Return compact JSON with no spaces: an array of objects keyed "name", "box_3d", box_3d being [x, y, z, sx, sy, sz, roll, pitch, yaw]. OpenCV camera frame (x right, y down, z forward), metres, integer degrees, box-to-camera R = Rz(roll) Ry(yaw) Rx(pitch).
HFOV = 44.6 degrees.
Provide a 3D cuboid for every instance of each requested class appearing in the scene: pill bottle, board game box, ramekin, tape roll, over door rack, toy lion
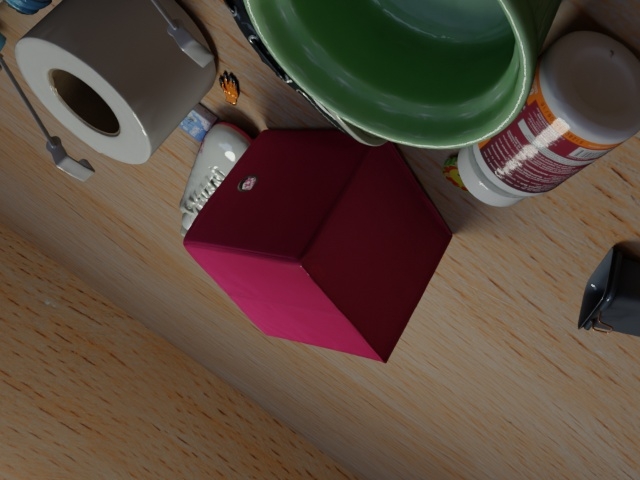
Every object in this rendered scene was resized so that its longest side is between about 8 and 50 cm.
[{"name":"pill bottle","box_3d":[0.241,-0.120,0.848,0.121,0.121,0.221,34,156,-4]},{"name":"board game box","box_3d":[-0.230,-0.218,1.356,0.090,0.020,0.090,35,156,-10]},{"name":"ramekin","box_3d":[0.086,-0.246,0.759,0.303,0.148,0.303,26,155,13]},{"name":"tape roll","box_3d":[-0.303,-0.258,1.170,0.246,0.169,0.246,28,155,15]},{"name":"over door rack","box_3d":[-0.323,-0.277,0.972,0.324,0.239,0.108,51,-171,11]},{"name":"toy lion","box_3d":[0.215,-0.086,1.062,0.100,0.034,0.096,28,163,9]}]

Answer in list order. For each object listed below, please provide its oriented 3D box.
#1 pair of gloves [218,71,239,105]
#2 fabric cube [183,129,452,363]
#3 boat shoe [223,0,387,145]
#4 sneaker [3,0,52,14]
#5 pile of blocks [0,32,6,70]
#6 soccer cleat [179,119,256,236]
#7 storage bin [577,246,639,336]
[{"name":"pair of gloves","box_3d":[-0.164,-0.249,1.227,0.083,0.010,0.074,31,156,5]},{"name":"fabric cube","box_3d":[0.000,0.000,1.207,0.258,0.254,0.259,8,146,44]},{"name":"boat shoe","box_3d":[-0.031,-0.250,0.923,0.113,0.127,0.340,0,139,53]},{"name":"sneaker","box_3d":[-0.432,-0.457,1.083,0.125,0.104,0.262,-21,117,16]},{"name":"pile of blocks","box_3d":[-0.615,-0.389,1.403,0.149,0.112,0.362,31,167,-29]},{"name":"soccer cleat","box_3d":[-0.188,-0.087,1.404,0.116,0.143,0.331,32,156,0]},{"name":"storage bin","box_3d":[0.420,0.085,1.073,0.091,0.098,0.135,16,153,10]}]
